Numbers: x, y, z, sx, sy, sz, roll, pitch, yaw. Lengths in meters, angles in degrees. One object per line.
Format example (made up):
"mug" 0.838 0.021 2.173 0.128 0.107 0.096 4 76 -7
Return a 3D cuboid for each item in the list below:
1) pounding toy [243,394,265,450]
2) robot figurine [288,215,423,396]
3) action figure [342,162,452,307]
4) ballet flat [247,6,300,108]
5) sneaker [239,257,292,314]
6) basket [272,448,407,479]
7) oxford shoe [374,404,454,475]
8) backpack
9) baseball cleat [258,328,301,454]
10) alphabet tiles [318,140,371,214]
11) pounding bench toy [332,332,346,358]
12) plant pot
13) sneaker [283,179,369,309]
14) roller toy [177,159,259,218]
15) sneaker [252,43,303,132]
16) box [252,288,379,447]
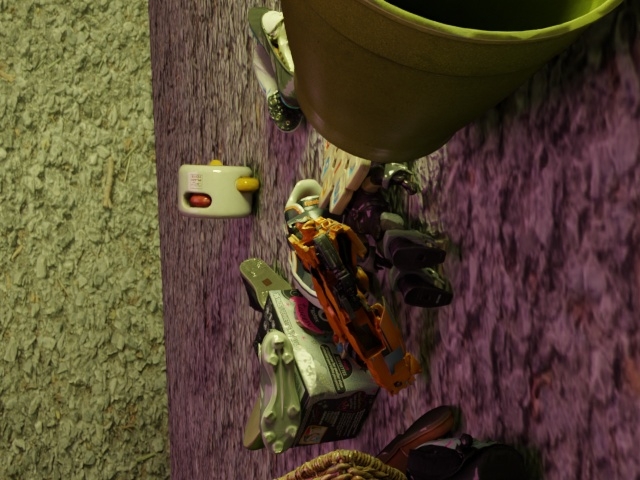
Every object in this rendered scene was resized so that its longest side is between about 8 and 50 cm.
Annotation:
"pounding toy" -0.067 0.360 1.576 0.237 0.110 0.183 -64 10 -7
"robot figurine" 0.045 0.085 1.103 0.291 0.085 0.211 64 168 -17
"action figure" 0.103 -0.013 1.116 0.285 0.099 0.185 -120 28 -55
"ballet flat" -0.068 -0.406 1.510 0.096 0.095 0.280 -48 58 46
"sneaker" -0.113 0.144 1.689 0.222 0.083 0.118 51 157 45
"basket" 0.044 0.447 1.093 0.299 0.213 0.223 -40 58 36
"oxford shoe" 0.150 0.311 1.081 0.076 0.076 0.212 46 140 14
"backpack" 0.183 0.318 0.917 0.182 0.115 0.152 160 118 -67
"baseball cleat" -0.072 0.255 1.245 0.109 0.072 0.206 -168 81 -78
"alphabet tiles" 0.055 -0.187 1.198 0.278 0.021 0.284 123 157 -52
"pounding bench toy" 0.061 0.157 1.258 0.052 0.065 0.083 -116 33 -45
"plant pot" 0.103 -0.268 0.813 0.353 0.366 0.366 113 148 -66
"sneaker" 0.000 0.000 1.316 0.321 0.126 0.127 -122 32 -53
"roller toy" -0.270 -0.134 1.868 0.209 0.191 0.146 -162 72 -66
"sneaker" -0.088 -0.328 1.581 0.086 0.085 0.237 74 178 -64
"box" -0.013 0.227 1.346 0.247 0.142 0.163 -117 34 -42
